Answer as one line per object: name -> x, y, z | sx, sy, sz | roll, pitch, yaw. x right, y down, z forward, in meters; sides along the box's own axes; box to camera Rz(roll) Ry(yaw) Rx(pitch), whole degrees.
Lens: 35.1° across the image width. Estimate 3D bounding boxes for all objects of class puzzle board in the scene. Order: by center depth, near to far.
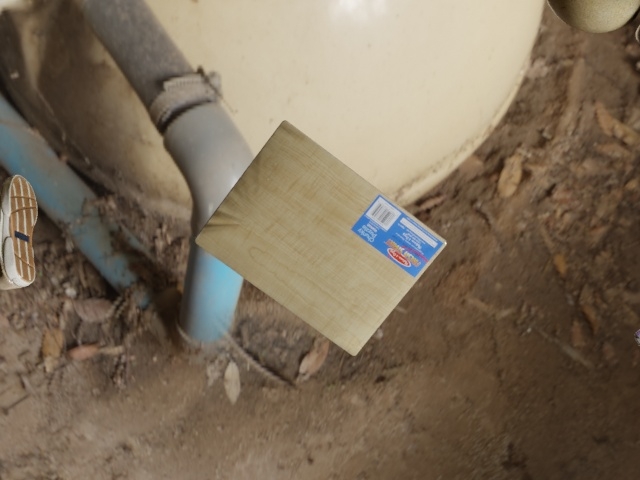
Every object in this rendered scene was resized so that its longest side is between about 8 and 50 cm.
puzzle board -> 0.000, 0.000, 0.633 | 0.128, 0.011, 0.096 | 36, 102, -9

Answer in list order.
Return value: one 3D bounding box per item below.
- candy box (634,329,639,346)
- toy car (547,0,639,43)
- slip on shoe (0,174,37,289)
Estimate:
candy box -> 0.298, 0.051, 0.630 | 0.165, 0.196, 0.070 | -39, 63, 13
toy car -> 0.230, -0.222, 0.795 | 0.188, 0.155, 0.149 | 7, 86, 7
slip on shoe -> -0.340, -0.009, 1.109 | 0.041, 0.051, 0.135 | -18, 66, 19
